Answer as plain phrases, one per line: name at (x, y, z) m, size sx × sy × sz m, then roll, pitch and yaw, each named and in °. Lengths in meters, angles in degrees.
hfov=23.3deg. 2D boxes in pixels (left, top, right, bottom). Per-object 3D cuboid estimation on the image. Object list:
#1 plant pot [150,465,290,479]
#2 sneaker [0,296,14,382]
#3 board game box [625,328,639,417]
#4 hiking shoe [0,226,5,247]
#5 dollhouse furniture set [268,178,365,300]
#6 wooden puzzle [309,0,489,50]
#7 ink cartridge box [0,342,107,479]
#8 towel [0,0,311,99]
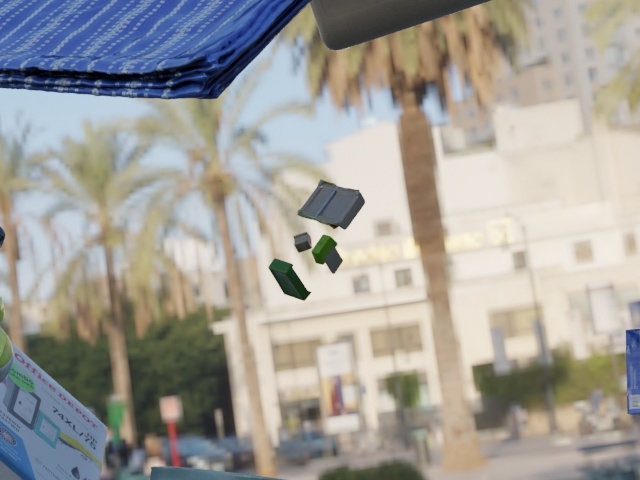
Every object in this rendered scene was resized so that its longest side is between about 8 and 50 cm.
plant pot at (-0.046, 0.354, 1.616) m, size 0.293 × 0.196 × 0.293 m, roll 7°, pitch -12°, yaw 2°
sneaker at (-0.416, 0.058, 1.708) m, size 0.091 × 0.240 × 0.126 m, roll -44°, pitch -45°, yaw 5°
board game box at (0.351, 0.146, 1.658) m, size 0.020 × 0.090 × 0.090 m, roll -7°, pitch -17°, yaw 32°
hiking shoe at (-0.530, 0.089, 2.135) m, size 0.304 × 0.113 × 0.132 m, roll -57°, pitch -6°, yaw -51°
dollhouse furniture set at (0.000, 0.000, 1.975) m, size 0.076 × 0.152 × 0.058 m, roll 16°, pitch -29°, yaw 39°
wooden puzzle at (0.097, -0.483, 2.260) m, size 0.322 × 0.348 × 0.080 m, roll -19°, pitch 4°, yaw -10°
ink cartridge box at (-0.415, 0.299, 1.977) m, size 0.197 × 0.198 × 0.270 m, roll -42°, pitch 18°, yaw 12°
towel at (-0.174, -0.200, 1.356) m, size 0.336 × 0.040 × 0.243 m, roll 6°, pitch 37°, yaw 29°
